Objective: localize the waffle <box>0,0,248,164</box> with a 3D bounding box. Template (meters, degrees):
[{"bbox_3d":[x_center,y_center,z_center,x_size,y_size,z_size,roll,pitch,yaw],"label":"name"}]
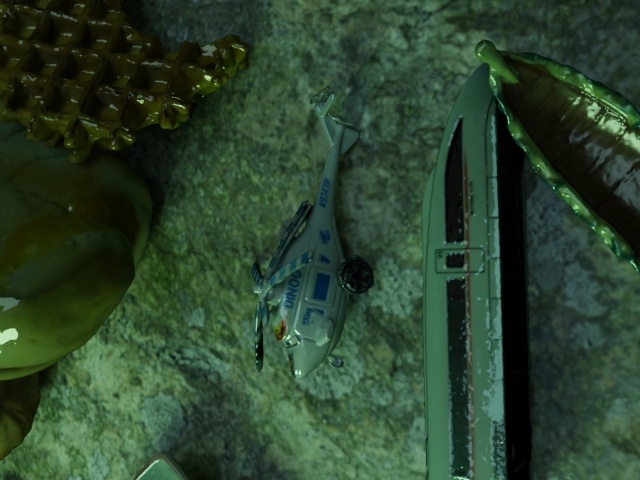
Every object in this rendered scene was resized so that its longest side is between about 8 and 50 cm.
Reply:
[{"bbox_3d":[-0.248,-0.210,0.839,0.259,0.069,0.293,-35,67,-14],"label":"waffle"}]

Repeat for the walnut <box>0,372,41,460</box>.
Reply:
[{"bbox_3d":[-0.439,0.186,0.893,0.213,0.213,0.213,-1,87,26],"label":"walnut"}]

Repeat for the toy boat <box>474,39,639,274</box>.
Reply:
[{"bbox_3d":[0.245,-0.063,0.626,0.293,0.099,0.108,44,105,11],"label":"toy boat"}]

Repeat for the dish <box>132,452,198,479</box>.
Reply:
[{"bbox_3d":[-0.126,0.353,0.806,0.234,0.064,0.154,45,106,22],"label":"dish"}]

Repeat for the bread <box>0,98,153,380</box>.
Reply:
[{"bbox_3d":[-0.352,0.011,0.834,0.341,0.300,0.210,23,141,16],"label":"bread"}]

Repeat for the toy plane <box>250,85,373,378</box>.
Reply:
[{"bbox_3d":[-0.003,0.000,0.768,0.182,0.107,0.273,134,148,-59],"label":"toy plane"}]

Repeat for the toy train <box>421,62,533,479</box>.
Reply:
[{"bbox_3d":[0.138,0.038,0.683,0.088,0.086,0.407,-2,86,31],"label":"toy train"}]
